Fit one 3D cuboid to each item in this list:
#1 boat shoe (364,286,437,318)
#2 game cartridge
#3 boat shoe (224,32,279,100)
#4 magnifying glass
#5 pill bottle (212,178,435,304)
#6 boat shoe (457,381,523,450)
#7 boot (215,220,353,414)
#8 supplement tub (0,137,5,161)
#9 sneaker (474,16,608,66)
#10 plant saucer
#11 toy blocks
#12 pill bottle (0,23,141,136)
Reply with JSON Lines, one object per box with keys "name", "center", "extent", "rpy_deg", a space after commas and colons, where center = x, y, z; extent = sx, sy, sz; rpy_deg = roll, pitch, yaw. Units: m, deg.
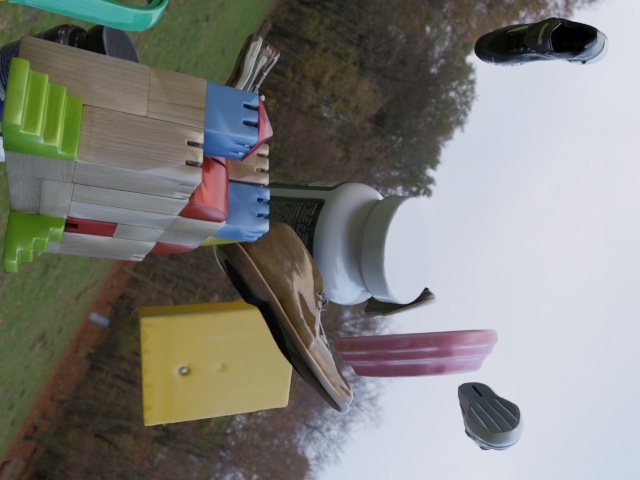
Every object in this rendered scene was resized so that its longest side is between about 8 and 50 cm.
{"name": "boat shoe", "center": [0.191, 0.146, 1.436], "extent": [0.335, 0.112, 0.096], "rpy_deg": [143, -66, -69]}
{"name": "game cartridge", "center": [-0.217, 0.257, 1.170], "extent": [0.053, 0.323, 0.286], "rpy_deg": [-126, -142, -57]}
{"name": "boat shoe", "center": [-0.177, -0.350, 1.297], "extent": [0.258, 0.095, 0.095], "rpy_deg": [-59, -154, 22]}
{"name": "magnifying glass", "center": [-0.189, -0.171, 0.356], "extent": [0.026, 0.092, 0.231], "rpy_deg": [-43, -179, 33]}
{"name": "pill bottle", "center": [0.000, 0.000, 0.965], "extent": [0.362, 0.210, 0.210], "rpy_deg": [7, -116, 37]}
{"name": "boat shoe", "center": [0.267, 0.288, 0.855], "extent": [0.226, 0.083, 0.076], "rpy_deg": [-16, 98, -82]}
{"name": "boot", "center": [-0.021, 0.110, 0.797], "extent": [0.115, 0.306, 0.112], "rpy_deg": [-34, -173, -25]}
{"name": "supplement tub", "center": [-0.728, -0.331, 1.325], "extent": [0.324, 0.236, 0.235], "rpy_deg": [-23, -171, -11]}
{"name": "sneaker", "center": [0.393, -0.363, 0.989], "extent": [0.106, 0.234, 0.078], "rpy_deg": [-6, 104, -63]}
{"name": "plant saucer", "center": [0.196, 0.232, 1.127], "extent": [0.332, 0.331, 0.084], "rpy_deg": [152, -63, -65]}
{"name": "toy blocks", "center": [-0.174, -0.059, 0.575], "extent": [0.381, 0.260, 0.191], "rpy_deg": [-30, -123, 59]}
{"name": "pill bottle", "center": [-0.372, -0.229, 0.769], "extent": [0.219, 0.123, 0.123], "rpy_deg": [-13, -148, 12]}
